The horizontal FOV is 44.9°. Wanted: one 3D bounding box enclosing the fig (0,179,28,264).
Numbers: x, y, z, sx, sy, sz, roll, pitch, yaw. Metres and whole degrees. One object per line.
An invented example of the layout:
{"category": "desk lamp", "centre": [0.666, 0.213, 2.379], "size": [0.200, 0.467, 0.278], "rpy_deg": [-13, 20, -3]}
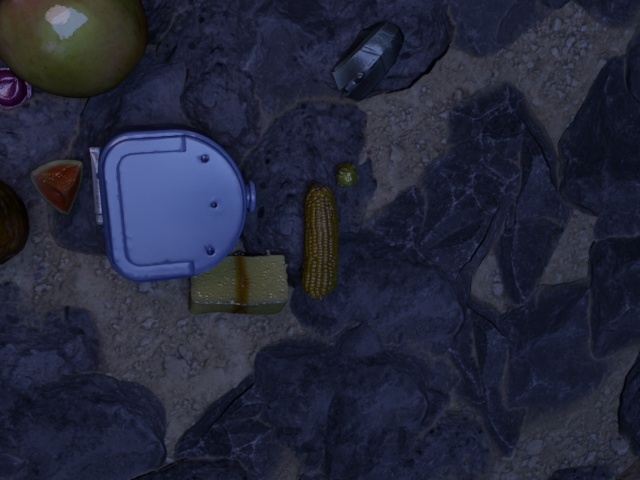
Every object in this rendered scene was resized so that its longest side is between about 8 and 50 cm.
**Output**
{"category": "fig", "centre": [-0.831, -0.094, 1.738], "size": [0.286, 0.286, 0.369], "rpy_deg": [-25, 81, -8]}

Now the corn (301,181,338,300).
{"category": "corn", "centre": [0.003, 0.000, 2.070], "size": [0.101, 0.102, 0.313], "rpy_deg": [-1, 105, -17]}

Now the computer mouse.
{"category": "computer mouse", "centre": [0.127, -0.458, 1.981], "size": [0.126, 0.071, 0.231], "rpy_deg": [40, 93, -23]}

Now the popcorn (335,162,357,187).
{"category": "popcorn", "centre": [0.071, -0.169, 2.061], "size": [0.059, 0.068, 0.083], "rpy_deg": [-13, 150, 11]}

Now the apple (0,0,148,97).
{"category": "apple", "centre": [-0.532, -0.455, 1.660], "size": [0.319, 0.319, 0.277], "rpy_deg": [-39, 126, -2]}

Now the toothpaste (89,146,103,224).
{"category": "toothpaste", "centre": [-0.540, -0.134, 1.903], "size": [0.048, 0.031, 0.191], "rpy_deg": [-1, 103, -13]}

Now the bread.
{"category": "bread", "centre": [-0.215, 0.133, 2.044], "size": [0.265, 0.142, 0.178], "rpy_deg": [-1, 122, -15]}

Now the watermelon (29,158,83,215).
{"category": "watermelon", "centre": [-0.615, -0.120, 1.850], "size": [0.125, 0.094, 0.136], "rpy_deg": [-17, 115, -20]}

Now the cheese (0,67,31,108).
{"category": "cheese", "centre": [-0.737, -0.349, 1.772], "size": [0.145, 0.038, 0.095], "rpy_deg": [4, 104, -12]}

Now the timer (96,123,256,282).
{"category": "timer", "centre": [-0.346, -0.098, 1.892], "size": [0.394, 0.173, 0.395], "rpy_deg": [-4, 106, -15]}
